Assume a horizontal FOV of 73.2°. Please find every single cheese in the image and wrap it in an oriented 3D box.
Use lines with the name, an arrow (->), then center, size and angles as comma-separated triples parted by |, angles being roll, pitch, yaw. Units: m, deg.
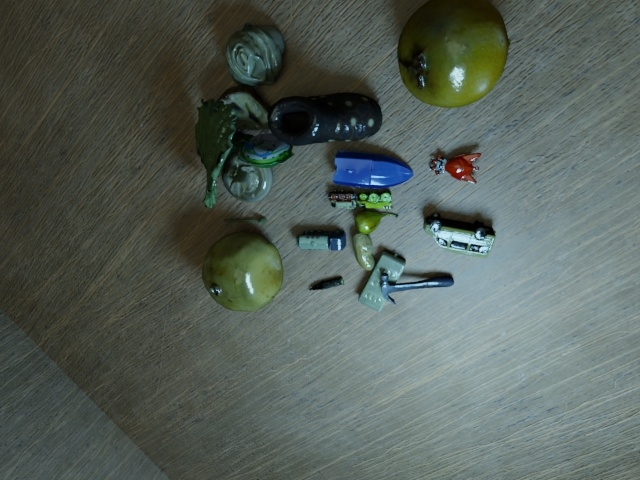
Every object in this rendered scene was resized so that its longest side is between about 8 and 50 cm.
cheese -> -0.236, -0.346, 1.590 | 0.320, 0.204, 0.083 | 26, 141, 29

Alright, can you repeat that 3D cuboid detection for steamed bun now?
steamed bun -> -0.244, -0.655, 1.526 | 0.217, 0.144, 0.211 | 5, 111, 12

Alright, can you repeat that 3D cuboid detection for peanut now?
peanut -> 0.175, 0.043, 1.716 | 0.080, 0.080, 0.175 | -10, 111, 18

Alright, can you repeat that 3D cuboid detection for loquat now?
loquat -> 0.415, -0.576, 1.307 | 0.359, 0.328, 0.329 | -30, 104, -22

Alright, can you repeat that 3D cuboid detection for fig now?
fig -> 0.210, -0.073, 1.677 | 0.166, 0.093, 0.093 | -7, 113, -23

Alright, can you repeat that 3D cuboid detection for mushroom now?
mushroom -> -0.291, -0.237, 1.659 | 0.207, 0.215, 0.207 | 5, 116, 10

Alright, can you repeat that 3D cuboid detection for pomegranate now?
pomegranate -> -0.315, 0.131, 1.755 | 0.332, 0.332, 0.333 | 5, 111, 13

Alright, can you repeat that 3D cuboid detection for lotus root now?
lotus root -> -0.285, -0.491, 1.614 | 0.260, 0.074, 0.170 | 1, 132, 17

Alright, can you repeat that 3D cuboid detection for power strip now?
power strip -> 0.249, 0.161, 1.744 | 0.105, 0.070, 0.257 | 25, 113, 3

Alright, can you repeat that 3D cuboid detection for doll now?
doll -> 0.475, -0.262, 1.530 | 0.169, 0.057, 0.109 | 6, 113, 12

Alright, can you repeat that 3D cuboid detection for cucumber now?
cucumber -> 0.021, 0.189, 1.835 | 0.163, 0.043, 0.039 | -13, 69, 17

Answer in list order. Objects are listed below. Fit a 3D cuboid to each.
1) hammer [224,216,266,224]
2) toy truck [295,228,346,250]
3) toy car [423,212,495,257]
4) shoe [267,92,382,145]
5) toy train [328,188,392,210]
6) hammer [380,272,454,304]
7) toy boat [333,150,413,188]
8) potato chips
hammer -> -0.326, -0.079, 1.819 | 0.195, 0.060, 0.028 | 0, 111, 19
toy truck -> 0.000, 0.000, 1.739 | 0.201, 0.088, 0.074 | 1, 109, 14
toy car -> 0.503, -0.016, 1.592 | 0.256, 0.101, 0.125 | 11, 116, 10
shoe -> 0.013, -0.421, 1.494 | 0.383, 0.237, 0.171 | 5, 111, 13
toy train -> 0.151, -0.156, 1.660 | 0.249, 0.053, 0.085 | 2, 116, 15
hammer -> 0.381, 0.179, 1.692 | 0.289, 0.037, 0.137 | -5, 117, -1
toy boat -> 0.197, -0.257, 1.598 | 0.295, 0.088, 0.129 | 5, 111, 1
potato chips -> -0.393, -0.327, 1.584 | 0.389, 0.097, 0.373 | -49, 49, 53
